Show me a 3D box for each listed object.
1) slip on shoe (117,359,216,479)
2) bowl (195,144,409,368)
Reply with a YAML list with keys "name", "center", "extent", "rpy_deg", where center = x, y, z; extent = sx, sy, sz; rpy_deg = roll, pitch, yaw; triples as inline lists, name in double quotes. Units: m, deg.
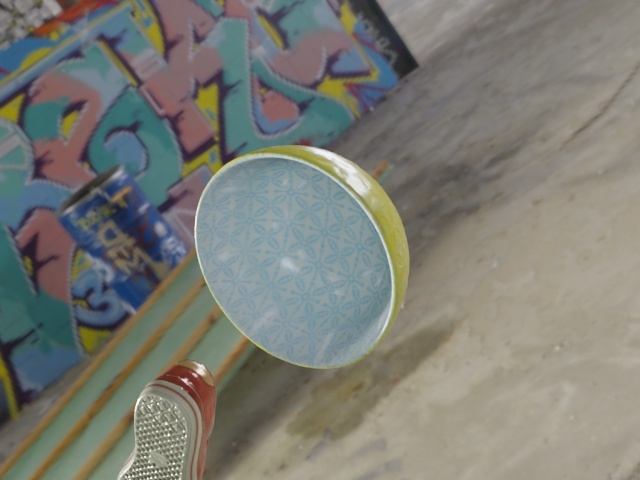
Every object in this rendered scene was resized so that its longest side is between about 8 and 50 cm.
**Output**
- name: "slip on shoe"
  center: [-0.201, 0.290, 1.300]
  extent: [0.101, 0.123, 0.331]
  rpy_deg: [-50, -19, -48]
- name: "bowl"
  center: [0.000, 0.000, 1.212]
  extent: [0.289, 0.289, 0.156]
  rpy_deg: [-24, 9, 38]
